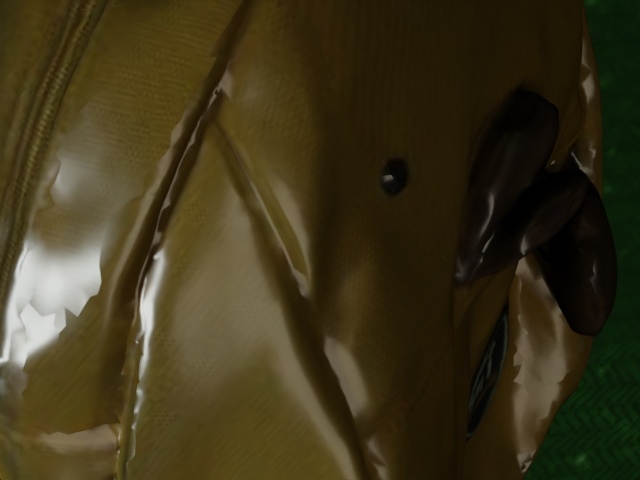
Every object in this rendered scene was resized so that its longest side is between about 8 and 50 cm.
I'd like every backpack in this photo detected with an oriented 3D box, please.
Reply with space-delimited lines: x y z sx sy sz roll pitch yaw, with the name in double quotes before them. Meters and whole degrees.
"backpack" -0.007 0.000 0.696 0.201 0.353 0.378 11 128 20
